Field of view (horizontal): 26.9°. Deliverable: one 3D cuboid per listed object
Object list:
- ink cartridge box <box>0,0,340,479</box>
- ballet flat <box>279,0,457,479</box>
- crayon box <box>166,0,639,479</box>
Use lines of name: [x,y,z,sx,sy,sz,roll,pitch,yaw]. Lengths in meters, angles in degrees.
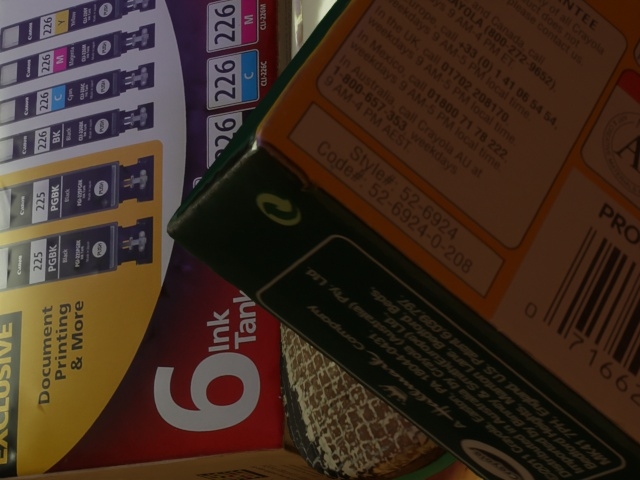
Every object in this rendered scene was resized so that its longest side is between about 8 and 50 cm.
ink cartridge box: [-0.117,-0.003,0.808,0.272,0.130,0.309,-11,69,23]
ballet flat: [0.091,-0.120,0.632,0.164,0.182,0.483,-1,43,49]
crayon box: [0.117,-0.066,0.496,0.323,0.203,0.083,-56,10,-32]
